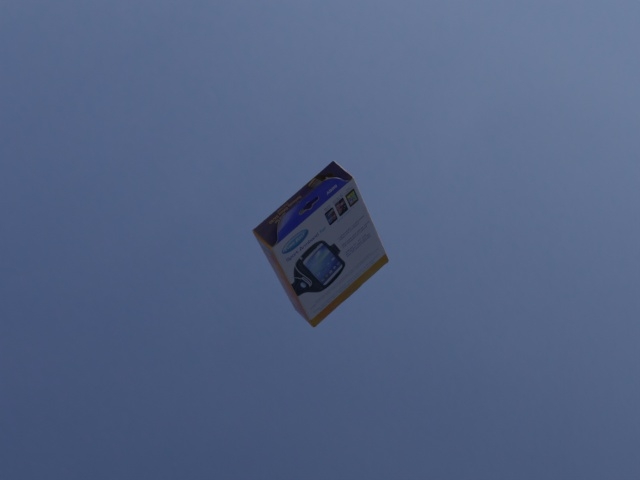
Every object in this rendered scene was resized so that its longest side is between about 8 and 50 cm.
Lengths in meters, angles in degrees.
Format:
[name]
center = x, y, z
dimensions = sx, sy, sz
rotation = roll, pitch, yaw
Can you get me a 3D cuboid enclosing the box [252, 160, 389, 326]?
[box]
center = 0.000, 0.000, 1.282
dimensions = 0.081, 0.136, 0.028
rotation = -41, -126, -11
